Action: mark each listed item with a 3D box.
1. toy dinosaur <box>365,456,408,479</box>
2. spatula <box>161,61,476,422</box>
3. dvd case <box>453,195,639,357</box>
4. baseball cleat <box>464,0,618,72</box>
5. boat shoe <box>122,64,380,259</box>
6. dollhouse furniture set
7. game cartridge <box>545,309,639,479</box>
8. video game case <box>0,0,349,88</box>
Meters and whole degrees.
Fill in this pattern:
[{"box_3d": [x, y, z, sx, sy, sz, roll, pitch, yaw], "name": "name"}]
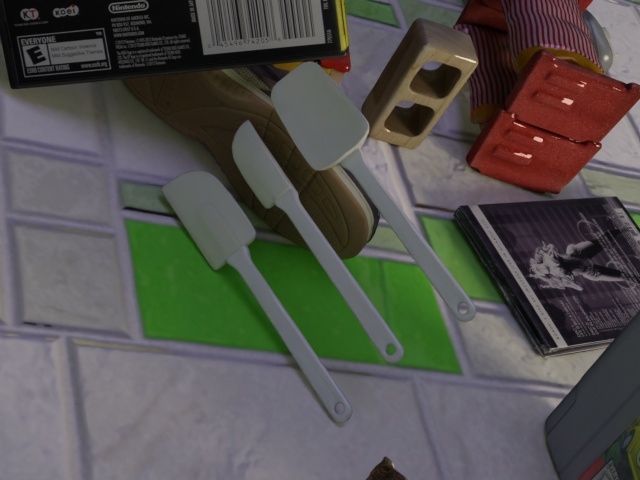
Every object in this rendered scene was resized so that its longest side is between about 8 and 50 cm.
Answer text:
[{"box_3d": [0.022, 0.262, 0.805, 0.200, 0.127, 0.296, -38, 55, -12], "name": "toy dinosaur"}, {"box_3d": [0.000, 0.000, 1.038, 0.242, 0.168, 0.019, 54, 10, 19], "name": "spatula"}, {"box_3d": [0.244, 0.029, 1.278, 0.221, 0.018, 0.164, -4, 53, -38], "name": "dvd case"}, {"box_3d": [0.233, -0.249, 1.535, 0.109, 0.072, 0.206, -25, 61, -32], "name": "baseball cleat"}, {"box_3d": [-0.049, -0.101, 1.146, 0.285, 0.103, 0.092, 40, 43, 17], "name": "boat shoe"}, {"box_3d": [0.101, -0.202, 1.311, 0.374, 0.152, 0.201, 16, 42, -21], "name": "dollhouse furniture set"}, {"box_3d": [0.263, 0.191, 0.980, 0.060, 0.196, 0.294, 11, 43, -27], "name": "game cartridge"}, {"box_3d": [-0.127, -0.251, 1.047, 0.275, 0.248, 0.035, -4, 21, 8], "name": "video game case"}]
